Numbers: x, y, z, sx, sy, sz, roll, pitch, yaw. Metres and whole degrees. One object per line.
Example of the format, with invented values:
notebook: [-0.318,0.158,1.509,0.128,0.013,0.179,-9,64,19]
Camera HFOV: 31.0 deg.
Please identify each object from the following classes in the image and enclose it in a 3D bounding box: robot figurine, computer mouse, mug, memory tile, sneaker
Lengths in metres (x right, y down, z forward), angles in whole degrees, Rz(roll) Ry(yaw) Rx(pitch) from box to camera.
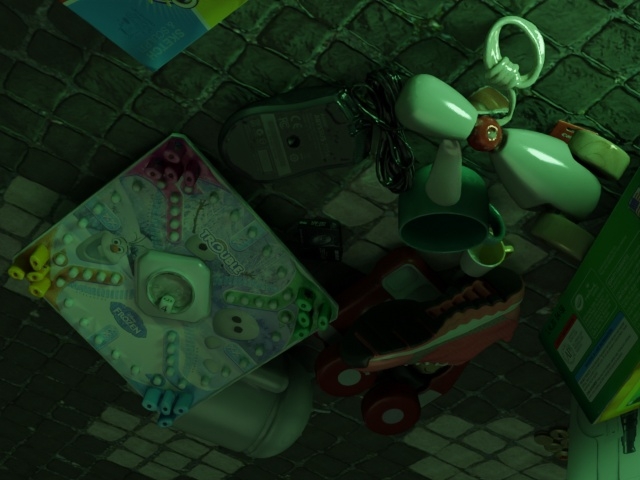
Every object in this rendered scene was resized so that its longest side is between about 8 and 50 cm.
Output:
robot figurine: [-0.163,0.267,2.074,0.353,0.200,0.300,25,155,-16]
computer mouse: [-0.006,-0.149,1.608,0.272,0.072,0.188,-5,120,11]
mug: [0.182,-0.047,1.664,0.129,0.097,0.158,-11,151,25]
memory tile: [0.493,0.383,2.201,0.148,0.012,0.113,-21,131,35]
mug: [0.252,0.029,1.781,0.078,0.062,0.064,22,149,-3]
sneaker: [0.183,0.157,1.798,0.314,0.116,0.136,-19,126,-14]

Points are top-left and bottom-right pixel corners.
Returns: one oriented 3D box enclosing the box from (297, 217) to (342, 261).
box: [0.000,0.000,1.842,0.067,0.018,0.083,6,142,8]

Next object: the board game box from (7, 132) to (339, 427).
board game box: [-0.237,0.082,1.823,0.390,0.050,0.390,-34,108,24]

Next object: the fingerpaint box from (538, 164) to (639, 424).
fingerpaint box: [0.530,0.015,1.474,0.371,0.163,0.445,-16,149,-21]

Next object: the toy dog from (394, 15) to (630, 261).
toy dog: [0.242,-0.115,1.510,0.334,0.220,0.161,50,171,-13]

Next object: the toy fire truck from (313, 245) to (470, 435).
toy fire truck: [0.134,0.165,1.918,0.254,0.169,0.302,-35,124,19]

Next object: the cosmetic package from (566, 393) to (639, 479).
cosmetic package: [0.569,0.291,1.845,0.097,0.284,0.377,34,137,-26]

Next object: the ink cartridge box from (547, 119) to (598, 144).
ink cartridge box: [0.332,-0.113,1.603,0.063,0.029,0.115,18,142,-7]

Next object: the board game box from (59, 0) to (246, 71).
board game box: [-0.193,-0.363,1.396,0.242,0.064,0.316,36,136,-28]
